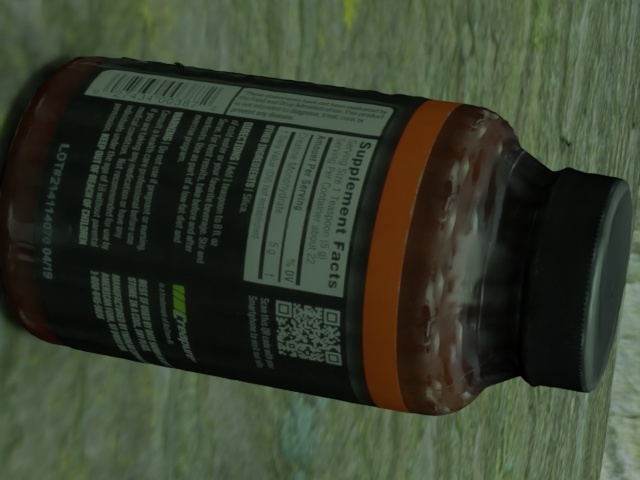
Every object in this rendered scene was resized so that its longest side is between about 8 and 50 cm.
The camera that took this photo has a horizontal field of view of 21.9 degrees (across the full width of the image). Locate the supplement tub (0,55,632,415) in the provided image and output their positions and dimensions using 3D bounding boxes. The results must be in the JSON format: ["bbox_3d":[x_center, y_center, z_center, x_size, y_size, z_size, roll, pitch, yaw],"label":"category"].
[{"bbox_3d":[0.000,0.000,0.555,0.106,0.198,0.106,10,90,-73],"label":"supplement tub"}]
